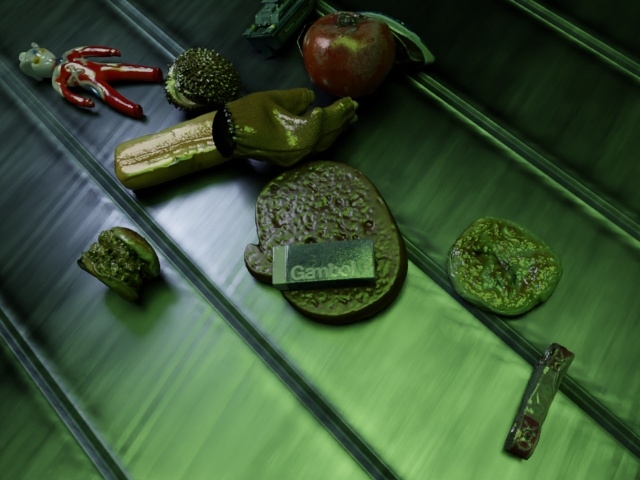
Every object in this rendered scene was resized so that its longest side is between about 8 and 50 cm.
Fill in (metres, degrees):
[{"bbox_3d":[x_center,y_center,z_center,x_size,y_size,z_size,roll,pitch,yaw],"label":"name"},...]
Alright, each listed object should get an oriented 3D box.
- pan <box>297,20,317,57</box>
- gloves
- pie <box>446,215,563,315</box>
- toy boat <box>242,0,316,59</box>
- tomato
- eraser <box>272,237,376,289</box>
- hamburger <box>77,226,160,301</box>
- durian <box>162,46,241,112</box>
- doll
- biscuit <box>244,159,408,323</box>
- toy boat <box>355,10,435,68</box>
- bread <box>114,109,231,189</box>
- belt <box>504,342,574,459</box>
[{"bbox_3d":[0.018,-0.474,1.629,0.129,0.048,0.201,-18,82,-5],"label":"pan"},{"bbox_3d":[-0.076,-0.267,1.458,0.357,0.155,0.203,-14,44,-17],"label":"gloves"},{"bbox_3d":[0.391,0.050,1.337,0.241,0.054,0.240,-3,63,6],"label":"pie"},{"bbox_3d":[-0.092,-0.635,1.677,0.114,0.122,0.296,13,61,37],"label":"toy boat"},{"bbox_3d":[0.069,-0.439,1.498,0.232,0.188,0.232,-2,41,1],"label":"tomato"},{"bbox_3d":[0.008,0.051,1.298,0.213,0.046,0.091,-4,65,8],"label":"eraser"},{"bbox_3d":[-0.435,0.045,1.366,0.185,0.159,0.131,20,69,43],"label":"hamburger"},{"bbox_3d":[-0.289,-0.386,1.555,0.196,0.196,0.166,24,89,16],"label":"durian"},{"bbox_3d":[-0.622,-0.441,1.649,0.384,0.099,0.188,14,66,8],"label":"doll"},{"bbox_3d":[0.001,0.004,1.386,0.351,0.070,0.394,-17,64,1],"label":"biscuit"},{"bbox_3d":[0.177,-0.520,1.611,0.262,0.114,0.115,36,39,19],"label":"toy boat"},{"bbox_3d":[-0.345,-0.213,1.509,0.305,0.091,0.141,-19,57,-4],"label":"bread"},{"bbox_3d":[0.420,0.309,1.204,0.053,0.071,0.232,28,73,10],"label":"belt"}]
